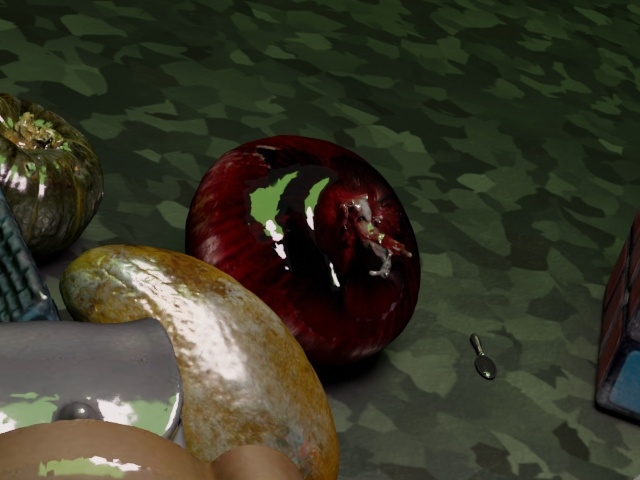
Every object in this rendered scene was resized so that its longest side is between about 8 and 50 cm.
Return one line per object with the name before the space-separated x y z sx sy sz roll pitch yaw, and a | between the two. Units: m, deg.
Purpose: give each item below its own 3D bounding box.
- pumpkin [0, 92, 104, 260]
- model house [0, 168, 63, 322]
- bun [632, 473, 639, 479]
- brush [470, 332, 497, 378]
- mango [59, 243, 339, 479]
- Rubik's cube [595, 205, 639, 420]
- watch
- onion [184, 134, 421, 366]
pumpkin | -0.347 -0.073 1.561 0.223 0.157 0.224 22 30 -14
model house | -0.316 0.074 1.241 0.226 0.241 0.261 1 33 -31
bun | 0.316 0.345 1.130 0.354 0.194 0.354 16 57 -27
brush | 0.185 0.132 1.644 0.024 0.008 0.083 6 31 -13
mango | -0.105 0.132 1.253 0.193 0.146 0.316 -41 95 -35
Rubik's cube | 0.513 0.051 1.659 0.301 0.305 0.304 19 30 4
watch | -0.196 0.227 1.022 0.314 0.335 0.327 1 13 -17
onion | 0.000 0.000 1.510 0.273 0.285 0.273 13 62 -27
